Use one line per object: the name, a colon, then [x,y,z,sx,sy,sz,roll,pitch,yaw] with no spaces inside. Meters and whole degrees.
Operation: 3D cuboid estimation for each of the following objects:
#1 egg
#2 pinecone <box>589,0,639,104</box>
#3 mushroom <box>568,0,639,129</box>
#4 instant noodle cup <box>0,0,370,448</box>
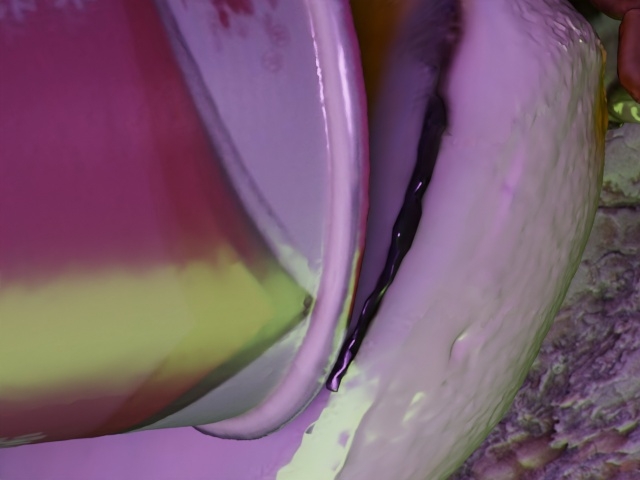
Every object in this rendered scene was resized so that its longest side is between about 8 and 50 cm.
egg: [0.000,0.000,0.701,0.201,0.337,0.337,21,151,-33]
pinecone: [0.303,-0.153,0.615,0.384,0.384,0.384,-24,179,0]
mushroom: [0.186,-0.180,0.970,0.267,0.190,0.164,5,156,18]
instant noodle cup: [-0.120,-0.033,0.498,0.178,0.235,0.235,-12,174,-30]
